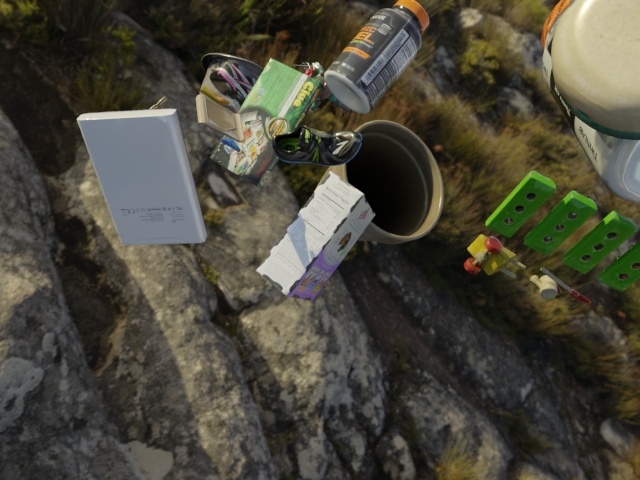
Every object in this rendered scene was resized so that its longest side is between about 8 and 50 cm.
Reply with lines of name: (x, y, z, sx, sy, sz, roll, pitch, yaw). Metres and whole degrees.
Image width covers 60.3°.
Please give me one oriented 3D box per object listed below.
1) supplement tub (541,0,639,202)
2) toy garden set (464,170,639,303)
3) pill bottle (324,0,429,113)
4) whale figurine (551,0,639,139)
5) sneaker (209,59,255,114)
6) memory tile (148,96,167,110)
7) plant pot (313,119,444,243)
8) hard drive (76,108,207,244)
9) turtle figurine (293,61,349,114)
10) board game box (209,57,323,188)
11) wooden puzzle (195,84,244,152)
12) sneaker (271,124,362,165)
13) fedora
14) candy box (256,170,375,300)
supplement tub: (0.436, -0.223, 0.773, 0.193, 0.193, 0.316, 29, 38, -32)
toy garden set: (0.366, 0.011, 0.856, 0.244, 0.204, 0.049, 25, 43, -6)
pill bottle: (0.130, -0.406, 1.193, 0.130, 0.130, 0.246, 42, 82, -20)
whale figurine: (0.370, -0.225, 0.563, 0.216, 0.272, 0.141, 46, 10, 28)
sneaker: (-0.165, -0.335, 1.254, 0.178, 0.071, 0.077, 52, 58, -38)
memory tile: (-0.433, -0.293, 1.361, 0.012, 0.148, 0.113, 43, 52, -11)
plant pot: (0.126, -0.125, 1.511, 0.322, 0.280, 0.324, 8, 72, -28)
hard drive: (-0.389, -0.133, 1.234, 0.040, 0.210, 0.319, -82, 168, -55)
turtle figurine: (0.002, -0.547, 1.997, 0.234, 0.175, 0.118, 13, 16, -18)
board game box: (-0.117, -0.254, 1.186, 0.136, 0.260, 0.030, 31, -2, 20)
wooden puzzle: (-0.146, -0.176, 0.799, 0.078, 0.014, 0.116, 25, 36, -30)
sneaker: (-0.011, -0.189, 1.096, 0.078, 0.188, 0.067, 38, 55, -70)
fedora: (-0.243, -0.415, 1.569, 0.124, 0.275, 0.243, -63, 147, -8)
candy box: (0.000, 0.000, 0.916, 0.070, 0.196, 0.165, 36, 0, 15)
